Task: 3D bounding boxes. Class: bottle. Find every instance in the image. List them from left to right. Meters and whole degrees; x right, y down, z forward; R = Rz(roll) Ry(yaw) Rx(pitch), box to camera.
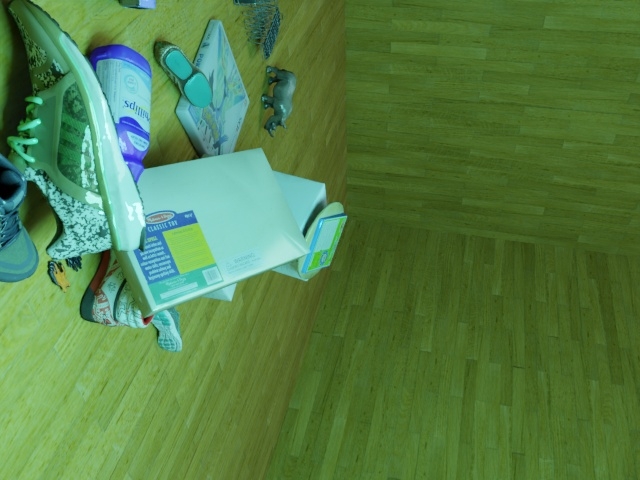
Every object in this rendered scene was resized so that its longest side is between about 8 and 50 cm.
[{"bbox_3d":[-0.363,-0.200,1.055,0.118,0.092,0.283,28,61,-71],"label":"bottle"}]

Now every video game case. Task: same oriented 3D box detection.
[{"bbox_3d":[-0.280,-0.365,1.589,0.329,0.036,0.300,74,27,-63],"label":"video game case"}]

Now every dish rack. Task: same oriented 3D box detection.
[{"bbox_3d":[-0.179,-0.698,1.775,0.271,0.074,0.208,81,21,-59],"label":"dish rack"}]

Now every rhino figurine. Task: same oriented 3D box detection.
[{"bbox_3d":[-0.144,-0.470,2.000,0.073,0.106,0.243,23,75,-77],"label":"rhino figurine"}]

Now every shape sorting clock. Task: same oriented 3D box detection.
[{"bbox_3d":[0.000,0.000,1.438,0.206,0.040,0.206,-45,150,-35],"label":"shape sorting clock"}]

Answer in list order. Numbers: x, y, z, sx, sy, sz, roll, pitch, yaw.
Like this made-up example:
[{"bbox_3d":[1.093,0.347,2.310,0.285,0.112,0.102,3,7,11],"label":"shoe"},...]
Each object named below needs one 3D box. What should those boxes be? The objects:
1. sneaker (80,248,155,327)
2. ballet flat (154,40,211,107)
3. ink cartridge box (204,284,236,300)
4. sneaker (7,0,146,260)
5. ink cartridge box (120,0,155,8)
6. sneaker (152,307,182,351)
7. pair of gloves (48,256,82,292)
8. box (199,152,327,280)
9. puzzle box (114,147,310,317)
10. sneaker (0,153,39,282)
[{"bbox_3d":[-0.365,0.046,1.182,0.090,0.145,0.270,73,27,-65],"label":"sneaker"},{"bbox_3d":[-0.311,-0.381,1.334,0.073,0.067,0.206,-42,155,-7],"label":"ballet flat"},{"bbox_3d":[-0.293,0.051,1.389,0.086,0.203,0.148,77,24,-60],"label":"ink cartridge box"},{"bbox_3d":[-0.402,-0.145,0.876,0.158,0.182,0.410,13,-57,61],"label":"sneaker"},{"bbox_3d":[-0.315,-0.509,1.012,0.208,0.045,0.206,-142,-129,-57],"label":"ink cartridge box"},{"bbox_3d":[-0.373,0.212,1.472,0.076,0.065,0.166,-75,169,-48],"label":"sneaker"},{"bbox_3d":[-0.460,0.044,1.060,0.074,0.010,0.083,84,15,-45],"label":"pair of gloves"},{"bbox_3d":[-0.168,-0.062,1.521,0.215,0.345,0.168,82,29,-54],"label":"box"},{"bbox_3d":[-0.231,-0.035,1.207,0.409,0.052,0.272,-19,82,-43],"label":"puzzle box"},{"bbox_3d":[-0.447,-0.041,0.782,0.300,0.121,0.111,84,19,-51],"label":"sneaker"}]
